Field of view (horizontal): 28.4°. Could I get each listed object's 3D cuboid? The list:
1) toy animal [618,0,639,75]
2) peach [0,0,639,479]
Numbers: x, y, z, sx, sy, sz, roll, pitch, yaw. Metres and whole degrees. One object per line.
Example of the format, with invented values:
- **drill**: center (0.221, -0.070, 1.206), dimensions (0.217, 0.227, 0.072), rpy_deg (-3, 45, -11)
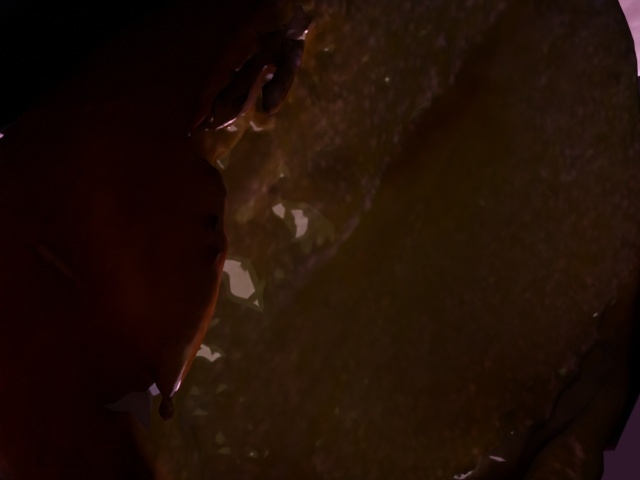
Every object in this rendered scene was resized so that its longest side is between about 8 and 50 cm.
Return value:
- **toy animal**: center (0.210, -0.244, 0.879), dimensions (0.188, 0.266, 0.308), rpy_deg (-62, 165, -58)
- **peach**: center (0.000, 0.000, 0.701), dimensions (0.416, 0.339, 0.353), rpy_deg (-33, -145, 9)
